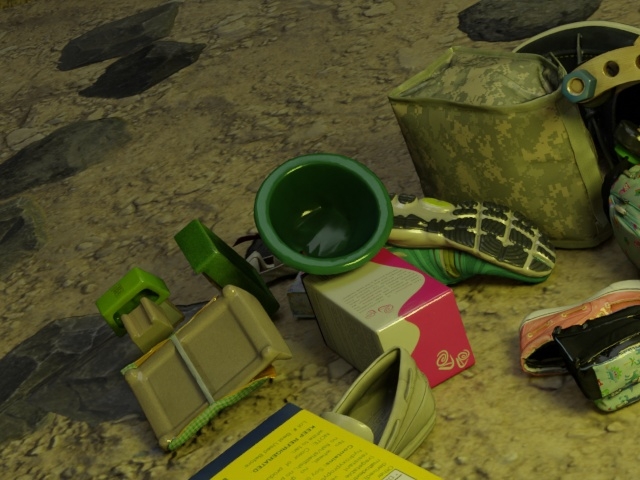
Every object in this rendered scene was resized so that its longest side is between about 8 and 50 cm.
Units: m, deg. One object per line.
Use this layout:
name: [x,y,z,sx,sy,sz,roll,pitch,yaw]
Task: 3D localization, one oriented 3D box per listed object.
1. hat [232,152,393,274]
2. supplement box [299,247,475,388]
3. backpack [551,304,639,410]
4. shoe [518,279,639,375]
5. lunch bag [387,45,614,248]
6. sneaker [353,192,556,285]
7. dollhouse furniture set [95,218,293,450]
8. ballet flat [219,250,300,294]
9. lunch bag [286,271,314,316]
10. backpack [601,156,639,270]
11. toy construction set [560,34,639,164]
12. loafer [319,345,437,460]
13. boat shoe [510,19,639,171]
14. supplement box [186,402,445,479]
hat: [0.000,0.000,2.038,0.173,0.184,0.208,-26,61,-13]
supplement box: [0.081,0.096,1.929,0.111,0.114,0.220,-27,25,-15]
backpack: [0.330,0.126,1.721,0.114,0.084,0.105,-25,25,-1]
shoe: [0.314,0.105,1.805,0.178,0.063,0.081,-17,27,19]
lunch bag: [0.261,-0.121,2.079,0.169,0.235,0.287,-37,31,-28]
sneaker: [0.173,0.010,2.040,0.275,0.110,0.107,12,40,18]
dollhouse furniture set: [-0.143,0.149,2.046,0.197,0.151,0.301,-41,44,5]
ballet flat: [-0.071,0.031,2.234,0.168,0.052,0.057,-19,26,4]
lunch bag: [0.006,0.067,2.112,0.083,0.053,0.071,2,34,22]
backpack: [0.421,-0.011,1.882,0.115,0.152,0.182,-42,29,2]
toy construction set: [0.468,-0.193,1.833,0.237,0.308,0.257,-58,46,18]
loafer: [0.019,0.237,1.696,0.112,0.111,0.319,2,34,34]
boat shoe: [0.429,-0.189,2.160,0.156,0.187,0.500,-31,32,-34]
supplement box: [0.037,0.324,1.394,0.194,0.195,0.356,-35,33,-27]
